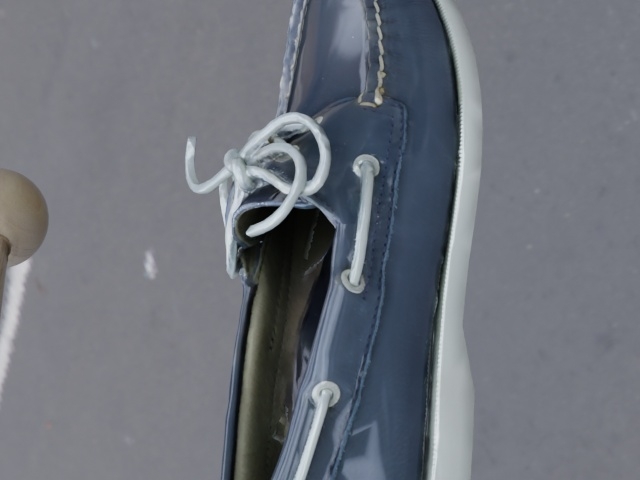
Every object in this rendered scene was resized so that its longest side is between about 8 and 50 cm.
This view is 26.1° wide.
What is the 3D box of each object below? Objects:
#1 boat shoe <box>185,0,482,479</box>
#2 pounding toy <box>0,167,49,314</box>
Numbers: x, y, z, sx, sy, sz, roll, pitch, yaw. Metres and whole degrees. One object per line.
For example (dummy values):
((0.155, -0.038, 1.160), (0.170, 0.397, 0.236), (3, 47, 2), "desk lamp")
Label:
((0.000, 0.000, 0.487), (0.095, 0.079, 0.255), (-28, 55, 57), "boat shoe")
((-0.263, -0.001, 0.660), (0.183, 0.236, 0.110), (-87, -7, -58), "pounding toy")
